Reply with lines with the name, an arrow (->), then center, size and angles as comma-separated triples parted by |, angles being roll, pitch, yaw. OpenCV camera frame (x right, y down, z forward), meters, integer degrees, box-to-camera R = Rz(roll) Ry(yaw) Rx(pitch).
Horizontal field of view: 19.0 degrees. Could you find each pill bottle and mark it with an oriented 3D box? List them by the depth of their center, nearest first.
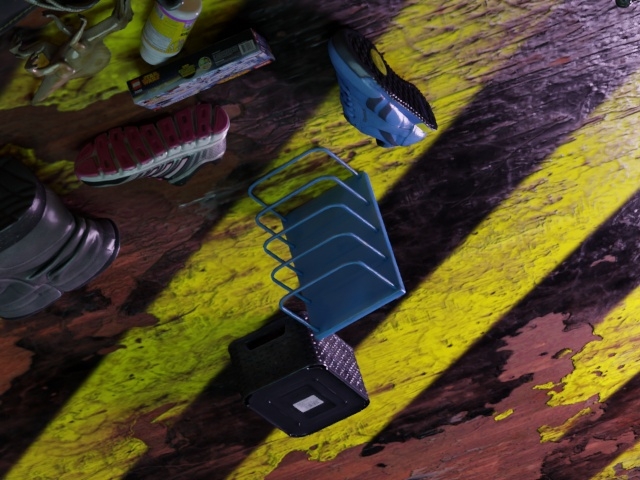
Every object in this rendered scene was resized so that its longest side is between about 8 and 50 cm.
pill bottle -> -0.148, -0.208, 1.852 | 0.043, 0.043, 0.083 | 0, 145, -28

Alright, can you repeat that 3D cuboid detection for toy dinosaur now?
toy dinosaur -> -0.250, -0.173, 1.846 | 0.092, 0.053, 0.183 | 13, 138, -43

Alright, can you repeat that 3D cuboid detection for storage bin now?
storage bin -> -0.027, 0.178, 2.499 | 0.122, 0.084, 0.180 | -26, 148, 14

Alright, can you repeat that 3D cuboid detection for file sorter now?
file sorter -> 0.000, 0.000, 2.143 | 0.118, 0.170, 0.104 | -30, 145, 20

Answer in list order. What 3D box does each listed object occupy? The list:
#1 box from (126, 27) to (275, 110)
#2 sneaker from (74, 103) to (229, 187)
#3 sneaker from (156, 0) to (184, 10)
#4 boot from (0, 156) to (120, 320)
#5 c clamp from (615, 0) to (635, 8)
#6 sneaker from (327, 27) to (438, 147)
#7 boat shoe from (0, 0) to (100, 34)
box -> -0.118, -0.170, 1.908 | 0.137, 0.027, 0.094 | -22, 176, 7
sneaker -> -0.173, -0.085, 2.016 | 0.170, 0.063, 0.075 | -20, 144, -7
sneaker -> -0.155, -0.265, 1.735 | 0.061, 0.065, 0.158 | -24, 149, 10
boot -> -0.398, 0.044, 2.068 | 0.338, 0.118, 0.223 | -20, 155, 12
c clamp -> 0.311, -0.288, 1.991 | 0.137, 0.022, 0.160 | -39, 143, 22
sneaker -> 0.048, -0.151, 2.022 | 0.082, 0.069, 0.209 | -24, 149, 18
boat shoe -> -0.237, -0.262, 1.615 | 0.132, 0.130, 0.355 | 7, 148, -33
